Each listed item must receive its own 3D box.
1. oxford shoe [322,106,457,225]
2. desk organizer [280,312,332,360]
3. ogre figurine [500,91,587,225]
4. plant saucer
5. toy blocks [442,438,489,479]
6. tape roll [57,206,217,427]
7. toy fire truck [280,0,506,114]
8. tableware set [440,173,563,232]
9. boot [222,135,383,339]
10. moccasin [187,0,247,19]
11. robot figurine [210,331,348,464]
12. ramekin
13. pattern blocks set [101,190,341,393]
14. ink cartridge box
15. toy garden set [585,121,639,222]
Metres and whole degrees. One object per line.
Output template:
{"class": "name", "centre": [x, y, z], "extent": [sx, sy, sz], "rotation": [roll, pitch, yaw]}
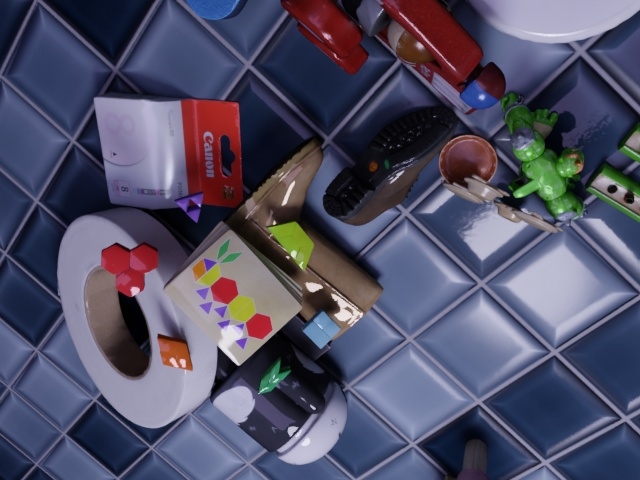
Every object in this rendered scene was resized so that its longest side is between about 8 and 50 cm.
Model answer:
{"class": "oxford shoe", "centre": [0.111, -0.107, 0.920], "extent": [0.227, 0.096, 0.083], "rotation": [-39, 55, 15]}
{"class": "desk organizer", "centre": [-0.037, 0.144, 1.099], "extent": [0.130, 0.050, 0.047], "rotation": [43, 120, -6]}
{"class": "ogre figurine", "centre": [0.299, -0.096, 0.833], "extent": [0.096, 0.118, 0.197], "rotation": [-8, 113, 21]}
{"class": "plant saucer", "centre": [0.215, -0.115, 0.911], "extent": [0.083, 0.013, 0.084], "rotation": [8, 118, 15]}
{"class": "toy blocks", "centre": [0.302, 0.578, 1.079], "extent": [0.288, 0.260, 0.309], "rotation": [27, 120, 3]}
{"class": "tape roll", "centre": [-0.332, 0.135, 1.095], "extent": [0.391, 0.072, 0.392], "rotation": [16, 115, 38]}
{"class": "toy fire truck", "centre": [0.108, -0.248, 0.727], "extent": [0.254, 0.302, 0.169], "rotation": [40, 100, 0]}
{"class": "tableware set", "centre": [0.244, -0.052, 0.856], "extent": [0.141, 0.169, 0.020], "rotation": [26, 94, -8]}
{"class": "boot", "centre": [0.000, 0.000, 1.003], "extent": [0.269, 0.089, 0.236], "rotation": [43, 114, -12]}
{"class": "moccasin", "centre": [-0.104, -0.460, 0.792], "extent": [0.137, 0.117, 0.342], "rotation": [16, 116, 10]}
{"class": "robot figurine", "centre": [-0.079, 0.266, 1.107], "extent": [0.278, 0.209, 0.174], "rotation": [41, 104, -3]}
{"class": "ramekin", "centre": [0.273, -0.358, 0.703], "extent": [0.277, 0.135, 0.277], "rotation": [7, 117, 14]}
{"class": "pattern blocks set", "centre": [-0.132, 0.079, 0.938], "extent": [0.285, 0.026, 0.325], "rotation": [-34, 106, -5]}
{"class": "ink cartridge box", "centre": [-0.249, -0.142, 1.029], "extent": [0.232, 0.066, 0.189], "rotation": [10, 117, 18]}
{"class": "toy garden set", "centre": [0.507, -0.104, 0.800], "extent": [0.203, 0.049, 0.244], "rotation": [32, 120, 2]}
